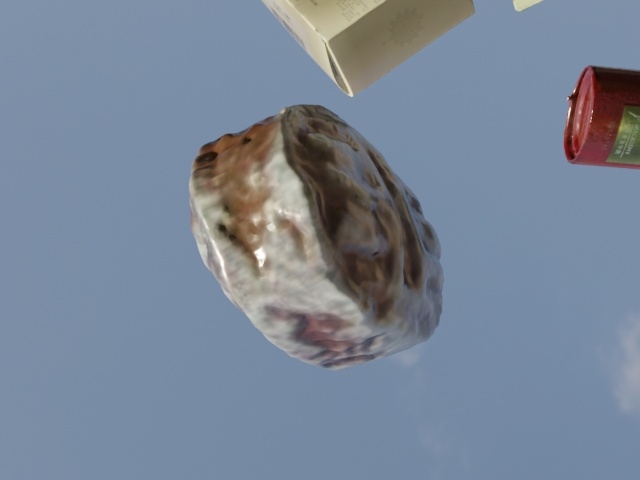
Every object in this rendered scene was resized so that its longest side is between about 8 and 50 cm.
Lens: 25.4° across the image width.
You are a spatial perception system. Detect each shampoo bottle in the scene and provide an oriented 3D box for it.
[{"bbox_3d":[0.429,-0.125,1.568,0.314,0.118,0.076,5,-149,-9],"label":"shampoo bottle"}]

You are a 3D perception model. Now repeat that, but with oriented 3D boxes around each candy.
[{"bbox_3d":[0.000,0.000,1.205,0.157,0.289,0.214,-23,-114,20],"label":"candy"}]

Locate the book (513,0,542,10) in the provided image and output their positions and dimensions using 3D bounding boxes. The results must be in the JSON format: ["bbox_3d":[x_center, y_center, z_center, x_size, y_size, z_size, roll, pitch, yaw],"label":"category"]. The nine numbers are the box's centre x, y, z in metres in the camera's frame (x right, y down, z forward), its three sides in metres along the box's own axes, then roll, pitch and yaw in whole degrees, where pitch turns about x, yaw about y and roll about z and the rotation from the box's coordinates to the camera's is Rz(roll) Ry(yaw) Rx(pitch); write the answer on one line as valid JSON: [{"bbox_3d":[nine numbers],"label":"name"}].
[{"bbox_3d":[0.199,-0.221,1.195,0.014,0.077,0.111,62,-165,-11],"label":"book"}]

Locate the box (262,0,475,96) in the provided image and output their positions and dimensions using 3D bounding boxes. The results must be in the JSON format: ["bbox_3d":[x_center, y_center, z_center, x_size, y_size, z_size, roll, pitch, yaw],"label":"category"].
[{"bbox_3d":[0.032,-0.277,1.500,0.168,0.095,0.212,-33,-130,-6],"label":"box"}]
